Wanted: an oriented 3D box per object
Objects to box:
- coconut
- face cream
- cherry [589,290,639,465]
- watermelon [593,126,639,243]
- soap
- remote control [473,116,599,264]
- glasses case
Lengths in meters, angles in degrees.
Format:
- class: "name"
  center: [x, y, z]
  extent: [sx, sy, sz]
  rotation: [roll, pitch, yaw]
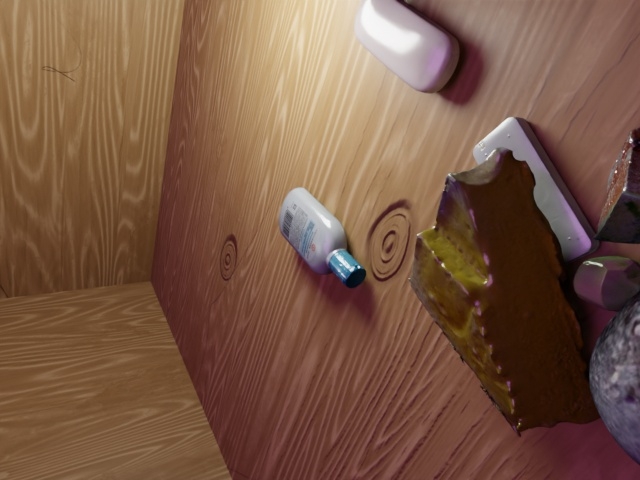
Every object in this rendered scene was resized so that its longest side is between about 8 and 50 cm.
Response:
- class: "coconut"
  center: [0.404, 0.059, 0.622]
  extent: [0.083, 0.082, 0.081]
  rotation: [61, 167, -19]
- class: "face cream"
  center: [0.000, 0.000, 1.188]
  extent: [0.336, 0.080, 0.163]
  rotation: [46, 129, 42]
- class: "cherry"
  center: [0.434, 0.154, 0.477]
  extent: [0.255, 0.218, 0.296]
  rotation: [61, 152, 25]
- class: "watermelon"
  center: [0.401, -0.063, 0.593]
  extent: [0.098, 0.121, 0.158]
  rotation: [102, 152, -59]
- class: "soap"
  center: [0.292, 0.088, 0.653]
  extent: [0.338, 0.169, 0.304]
  rotation: [58, 164, 34]
- class: "remote control"
  center: [0.340, -0.076, 0.734]
  extent: [0.103, 0.034, 0.250]
  rotation: [-46, 58, 48]
- class: "glasses case"
  center: [0.163, -0.405, 0.909]
  extent: [0.297, 0.075, 0.113]
  rotation: [56, 135, 33]
